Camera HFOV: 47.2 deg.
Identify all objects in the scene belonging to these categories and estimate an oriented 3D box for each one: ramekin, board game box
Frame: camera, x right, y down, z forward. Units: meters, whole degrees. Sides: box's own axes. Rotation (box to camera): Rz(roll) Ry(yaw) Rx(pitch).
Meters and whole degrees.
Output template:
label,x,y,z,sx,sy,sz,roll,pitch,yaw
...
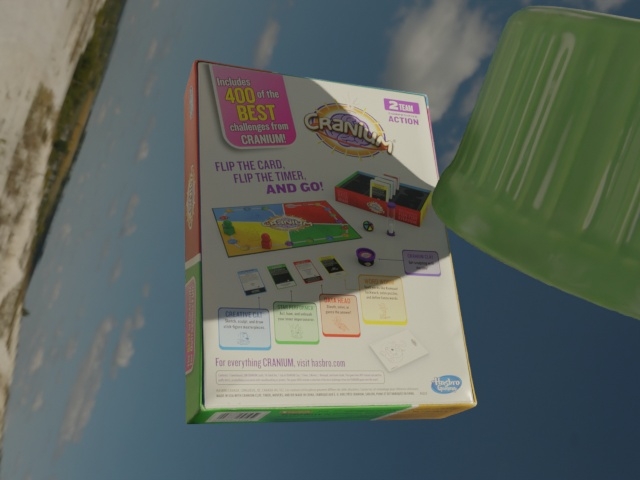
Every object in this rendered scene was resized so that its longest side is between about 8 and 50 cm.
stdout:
label,x,y,z,sx,sy,sz,roll,pitch,yaw
ramekin,0.240,-0.055,0.495,0.303,0.303,0.148,-124,-135,-65
board game box,0.000,0.000,0.666,0.064,0.242,0.317,132,-42,-59
